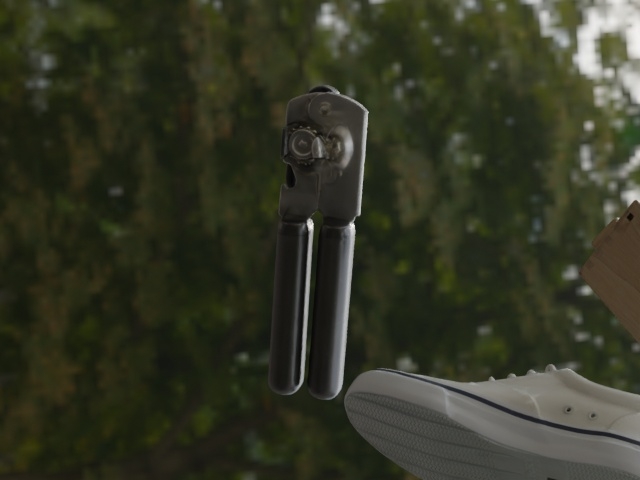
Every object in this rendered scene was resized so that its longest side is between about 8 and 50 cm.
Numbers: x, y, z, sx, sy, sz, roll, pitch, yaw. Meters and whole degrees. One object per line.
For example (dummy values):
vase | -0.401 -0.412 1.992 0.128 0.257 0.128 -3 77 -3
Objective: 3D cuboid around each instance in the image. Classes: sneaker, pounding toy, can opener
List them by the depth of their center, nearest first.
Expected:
sneaker | 0.146 0.136 1.418 0.091 0.258 0.094 -56 151 -40
pounding toy | 0.315 0.028 1.675 0.094 0.181 0.206 -54 -136 18
can opener | 0.000 0.000 1.788 0.095 0.076 0.283 -42 137 -77
